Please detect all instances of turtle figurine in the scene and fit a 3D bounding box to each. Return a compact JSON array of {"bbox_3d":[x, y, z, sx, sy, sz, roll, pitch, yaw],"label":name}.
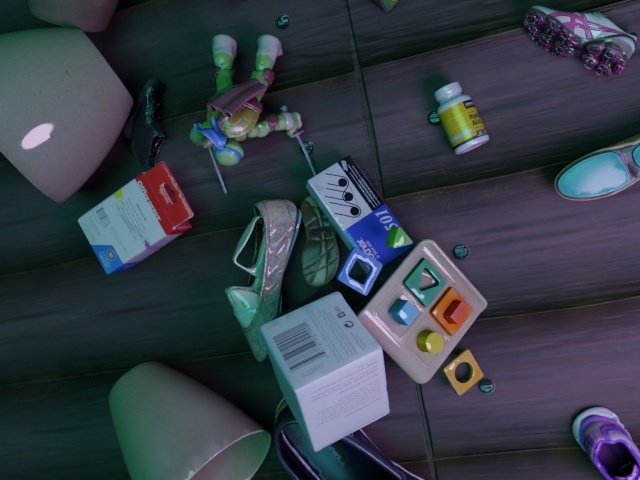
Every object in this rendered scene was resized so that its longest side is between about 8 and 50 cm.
[{"bbox_3d":[-0.143,-0.237,1.128,0.198,0.275,0.266,-9,69,37],"label":"turtle figurine"}]

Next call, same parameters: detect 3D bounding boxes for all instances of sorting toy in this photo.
[{"bbox_3d":[0.185,0.125,1.019,0.347,0.047,0.196,46,77,-15],"label":"sorting toy"}]

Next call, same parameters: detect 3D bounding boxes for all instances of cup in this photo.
[{"bbox_3d":[-0.509,-0.273,1.138,0.237,0.331,0.331,-38,82,-8],"label":"cup"}]

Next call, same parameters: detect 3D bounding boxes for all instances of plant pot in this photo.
[{"bbox_3d":[-0.476,-0.538,1.144,0.263,0.263,0.229,26,116,13],"label":"plant pot"},{"bbox_3d":[-0.278,0.369,1.139,0.274,0.257,0.256,39,102,28],"label":"plant pot"}]

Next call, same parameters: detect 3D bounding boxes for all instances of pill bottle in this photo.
[{"bbox_3d":[0.245,-0.216,1.043,0.065,0.065,0.116,-25,86,15],"label":"pill bottle"}]

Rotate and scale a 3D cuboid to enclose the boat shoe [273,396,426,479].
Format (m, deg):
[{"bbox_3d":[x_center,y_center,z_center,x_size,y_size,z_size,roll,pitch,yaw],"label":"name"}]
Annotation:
[{"bbox_3d":[0.099,0.476,1.070,0.500,0.156,0.186,44,100,8],"label":"boat shoe"}]

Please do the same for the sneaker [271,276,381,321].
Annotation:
[{"bbox_3d":[0.015,0.153,1.117,0.228,0.130,0.087,-28,59,-14],"label":"sneaker"}]

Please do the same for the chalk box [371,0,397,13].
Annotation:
[{"bbox_3d":[0.090,-0.530,1.012,0.179,0.180,0.289,43,103,10],"label":"chalk box"}]

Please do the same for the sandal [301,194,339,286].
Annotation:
[{"bbox_3d":[0.000,0.000,1.131,0.072,0.049,0.180,-8,76,10],"label":"sandal"}]

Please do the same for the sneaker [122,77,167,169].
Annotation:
[{"bbox_3d":[-0.343,-0.237,1.209,0.089,0.051,0.170,35,105,11],"label":"sneaker"}]

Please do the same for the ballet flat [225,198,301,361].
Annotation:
[{"bbox_3d":[-0.122,0.071,1.128,0.106,0.108,0.315,11,88,-26],"label":"ballet flat"}]

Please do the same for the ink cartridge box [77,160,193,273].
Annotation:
[{"bbox_3d":[-0.361,-0.047,1.206,0.231,0.078,0.134,-31,85,14],"label":"ink cartridge box"}]

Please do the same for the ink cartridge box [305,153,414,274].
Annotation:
[{"bbox_3d":[0.071,-0.046,1.089,0.097,0.046,0.207,-34,84,-13],"label":"ink cartridge box"}]

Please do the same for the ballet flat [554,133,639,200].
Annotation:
[{"bbox_3d":[0.504,-0.129,0.976,0.232,0.073,0.080,-22,95,21],"label":"ballet flat"}]

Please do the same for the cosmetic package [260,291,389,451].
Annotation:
[{"bbox_3d":[0.010,0.218,0.990,0.152,0.183,0.151,-24,44,-13],"label":"cosmetic package"}]

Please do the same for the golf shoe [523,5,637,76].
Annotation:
[{"bbox_3d":[0.434,-0.349,0.993,0.186,0.067,0.086,32,74,12],"label":"golf shoe"}]

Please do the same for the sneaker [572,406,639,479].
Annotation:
[{"bbox_3d":[0.518,0.394,0.978,0.095,0.104,0.236,-41,83,12],"label":"sneaker"}]
